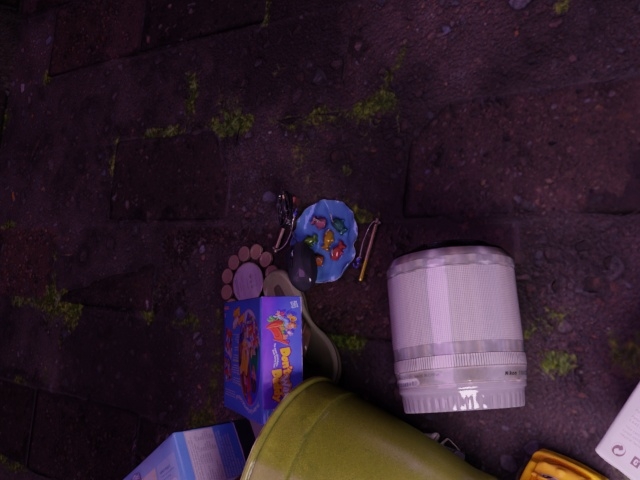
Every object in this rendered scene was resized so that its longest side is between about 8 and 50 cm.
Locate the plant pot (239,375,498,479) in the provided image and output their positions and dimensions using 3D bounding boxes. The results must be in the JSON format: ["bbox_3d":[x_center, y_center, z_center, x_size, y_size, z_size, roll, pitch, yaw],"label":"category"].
[{"bbox_3d":[0.100,0.457,1.181,0.353,0.366,0.366,13,90,29],"label":"plant pot"}]

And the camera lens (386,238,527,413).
[{"bbox_3d":[0.228,0.147,1.192,0.219,0.219,0.274,-13,73,36],"label":"camera lens"}]

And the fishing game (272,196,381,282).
[{"bbox_3d":[0.000,0.000,1.518,0.264,0.041,0.189,22,94,40],"label":"fishing game"}]

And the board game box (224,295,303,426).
[{"bbox_3d":[-0.125,0.236,1.426,0.347,0.078,0.233,162,108,-70],"label":"board game box"}]

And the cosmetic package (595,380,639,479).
[{"bbox_3d":[0.558,0.166,0.933,0.156,0.217,0.385,38,108,37],"label":"cosmetic package"}]

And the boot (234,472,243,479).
[{"bbox_3d":[-0.059,0.424,1.317,0.112,0.305,0.115,45,128,17],"label":"boot"}]

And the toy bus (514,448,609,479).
[{"bbox_3d":[0.325,0.444,1.067,0.149,0.211,0.220,19,92,41],"label":"toy bus"}]

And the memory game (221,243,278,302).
[{"bbox_3d":[-0.166,0.101,1.647,0.186,0.012,0.186,-8,78,37],"label":"memory game"}]

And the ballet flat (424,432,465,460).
[{"bbox_3d":[0.215,0.374,1.282,0.114,0.041,0.041,21,95,39],"label":"ballet flat"}]

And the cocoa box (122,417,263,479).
[{"bbox_3d":[-0.240,0.537,1.434,0.347,0.228,0.231,-46,55,41],"label":"cocoa box"}]

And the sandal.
[{"bbox_3d":[-0.060,0.198,1.493,0.120,0.086,0.303,-43,63,25],"label":"sandal"}]

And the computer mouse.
[{"bbox_3d":[-0.063,-0.001,1.527,0.071,0.041,0.242,-38,59,38],"label":"computer mouse"}]
